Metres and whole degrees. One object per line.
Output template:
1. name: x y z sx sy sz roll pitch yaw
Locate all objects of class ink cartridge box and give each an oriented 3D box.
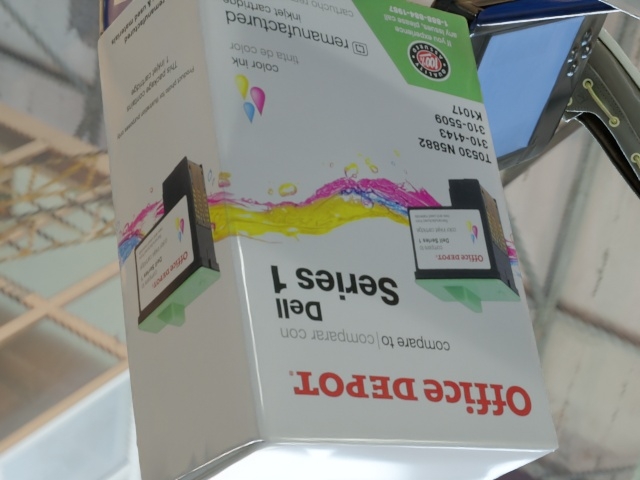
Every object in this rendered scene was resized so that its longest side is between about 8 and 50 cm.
1. ink cartridge box: 0.000 0.000 0.741 0.117 0.201 0.278 -34 -123 46

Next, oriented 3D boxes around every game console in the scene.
1. game console: 0.205 -0.118 0.996 0.173 0.293 0.250 33 -60 24

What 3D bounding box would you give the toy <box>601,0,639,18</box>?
1. toy: 0.153 -0.160 0.597 0.237 0.136 0.056 17 -34 -19

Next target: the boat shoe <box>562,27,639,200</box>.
1. boat shoe: 0.308 -0.160 1.489 0.305 0.091 0.109 47 -3 0

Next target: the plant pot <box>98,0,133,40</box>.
1. plant pot: -0.130 -0.297 1.537 0.236 0.212 0.235 2 -90 64
